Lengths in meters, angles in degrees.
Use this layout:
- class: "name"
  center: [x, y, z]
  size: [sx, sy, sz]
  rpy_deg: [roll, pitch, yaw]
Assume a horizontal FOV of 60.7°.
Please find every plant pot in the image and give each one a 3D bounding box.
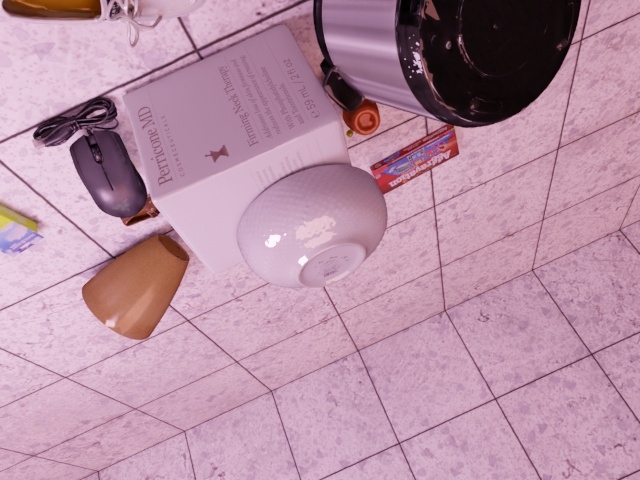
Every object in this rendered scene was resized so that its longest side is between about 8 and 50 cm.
- class: "plant pot"
  center: [-0.503, 0.110, 1.568]
  size: [0.254, 0.237, 0.237]
  rpy_deg: [-48, 143, 6]

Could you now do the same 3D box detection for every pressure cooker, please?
- class: "pressure cooker"
  center: [0.194, -0.421, 0.992]
  size: [0.369, 0.420, 0.376]
  rpy_deg: [-16, 118, -24]

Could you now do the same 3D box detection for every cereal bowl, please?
- class: "cereal bowl"
  center: [0.000, 0.000, 1.183]
  size: [0.338, 0.141, 0.339]
  rpy_deg: [-19, 148, -12]

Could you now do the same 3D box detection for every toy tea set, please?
- class: "toy tea set"
  center: [0.172, -0.404, 1.388]
  size: [0.335, 0.124, 0.200]
  rpy_deg: [-24, 118, 5]

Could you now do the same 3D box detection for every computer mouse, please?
- class: "computer mouse"
  center: [-0.484, -0.157, 1.210]
  size: [0.188, 0.072, 0.272]
  rpy_deg: [-26, 120, -5]

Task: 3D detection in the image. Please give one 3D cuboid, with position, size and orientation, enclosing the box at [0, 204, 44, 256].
- class: "box"
  center: [-0.779, -0.032, 1.321]
  size: [0.109, 0.042, 0.178]
  rpy_deg: [-30, 147, 9]

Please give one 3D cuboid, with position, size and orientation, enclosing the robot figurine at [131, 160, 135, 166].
- class: "robot figurine"
  center: [-0.494, -0.166, 1.295]
  size: [0.101, 0.067, 0.115]
  rpy_deg: [-39, 154, -31]

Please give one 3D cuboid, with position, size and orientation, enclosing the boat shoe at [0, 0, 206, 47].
- class: "boat shoe"
  center: [-0.362, -0.418, 0.944]
  size: [0.366, 0.157, 0.136]
  rpy_deg: [-7, 144, -25]

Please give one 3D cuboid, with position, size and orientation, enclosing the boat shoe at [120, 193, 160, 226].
- class: "boat shoe"
  center: [-0.443, -0.086, 1.447]
  size: [0.177, 0.060, 0.064]
  rpy_deg: [-22, 147, -5]

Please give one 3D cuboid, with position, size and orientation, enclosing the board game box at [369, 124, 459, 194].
- class: "board game box"
  center: [0.301, -0.253, 1.727]
  size: [0.281, 0.027, 0.145]
  rpy_deg: [-28, 148, 5]

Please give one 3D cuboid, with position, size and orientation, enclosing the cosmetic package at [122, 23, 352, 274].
- class: "cosmetic package"
  center: [-0.163, -0.193, 1.230]
  size: [0.393, 0.330, 0.327]
  rpy_deg: [-25, 149, -2]
